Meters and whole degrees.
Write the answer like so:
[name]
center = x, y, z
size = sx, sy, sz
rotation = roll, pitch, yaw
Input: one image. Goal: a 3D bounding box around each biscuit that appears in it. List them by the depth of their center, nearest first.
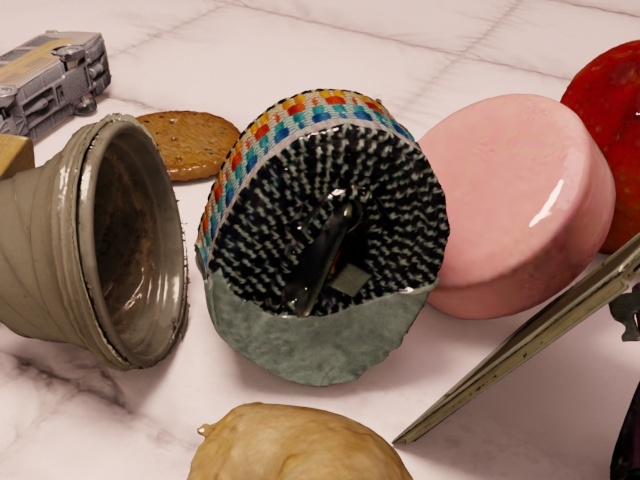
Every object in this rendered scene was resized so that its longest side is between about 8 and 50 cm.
[biscuit]
center = -0.199, -0.131, 1.082
size = 0.187, 0.027, 0.188
rotation = 1, 34, -1

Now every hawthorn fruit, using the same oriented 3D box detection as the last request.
[hawthorn fruit]
center = 0.389, -0.124, 0.882
size = 0.253, 0.300, 0.254
rotation = 3, 32, -2

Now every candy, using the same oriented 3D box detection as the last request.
[candy]
center = 0.172, -0.039, 0.824
size = 0.255, 0.094, 0.255
rotation = -25, 44, 27

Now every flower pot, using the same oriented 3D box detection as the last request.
[flower pot]
center = -0.220, 0.008, 0.717
size = 0.140, 0.236, 0.235
rotation = -5, 32, 12

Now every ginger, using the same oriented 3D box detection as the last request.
[ginger]
center = 0.004, 0.201, 0.518
size = 0.152, 0.138, 0.267
rotation = -20, 26, -14

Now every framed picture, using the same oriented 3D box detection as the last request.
[framed picture]
center = 0.198, 0.058, 0.636
size = 0.232, 0.296, 0.019
rotation = -30, 74, -39

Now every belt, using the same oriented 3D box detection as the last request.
[belt]
center = 0.000, 0.000, 0.713
size = 0.207, 0.258, 0.150
rotation = 17, 22, -15

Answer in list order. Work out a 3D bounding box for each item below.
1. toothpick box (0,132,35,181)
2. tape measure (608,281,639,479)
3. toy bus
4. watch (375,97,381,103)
[toothpick box]
center = -0.458, -0.032, 0.781
size = 0.307, 0.190, 0.187
rotation = 6, 32, -3
[tape measure]
center = 0.334, 0.138, 0.560
size = 0.245, 0.232, 0.149
rotation = -8, 31, 15
[toy bus]
center = -0.426, -0.197, 1.102
size = 0.137, 0.097, 0.343
rotation = 6, 35, 16
[watch]
center = 0.001, -0.141, 1.073
size = 0.164, 0.102, 0.268
rotation = 5, 26, 4
